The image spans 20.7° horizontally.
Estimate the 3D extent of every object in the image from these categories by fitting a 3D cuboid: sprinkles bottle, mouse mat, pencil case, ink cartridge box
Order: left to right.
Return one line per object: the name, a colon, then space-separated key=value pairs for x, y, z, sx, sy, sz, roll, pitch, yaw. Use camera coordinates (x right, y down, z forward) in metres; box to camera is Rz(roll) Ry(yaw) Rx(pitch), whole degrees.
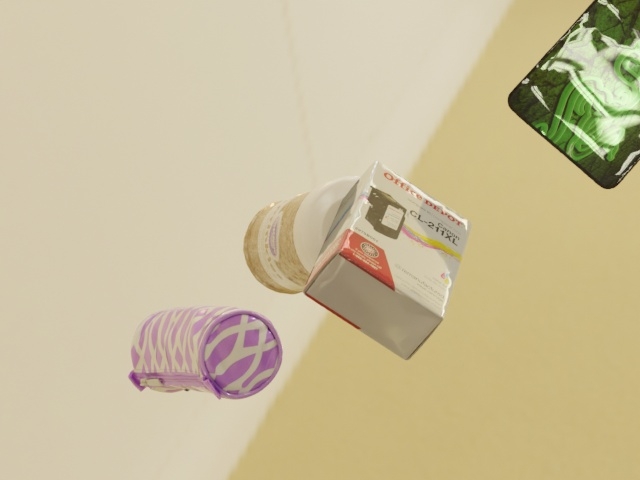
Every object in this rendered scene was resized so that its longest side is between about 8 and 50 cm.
pencil case: x=-0.111 y=0.104 z=1.612 sx=0.088 sy=0.206 sz=0.086 roll=-38 pitch=-78 yaw=-23
sprinkles bottle: x=0.000 y=0.000 z=2.021 sx=0.355 sy=0.121 sz=0.121 roll=166 pitch=118 yaw=-77
ink cartridge box: x=0.071 y=0.016 z=1.763 sx=0.072 sy=0.127 sz=0.175 roll=-52 pitch=9 yaw=36
mouse mat: x=0.313 y=-0.168 z=1.875 sx=0.189 sy=0.152 sz=0.007 roll=-48 pitch=-6 yaw=-6
